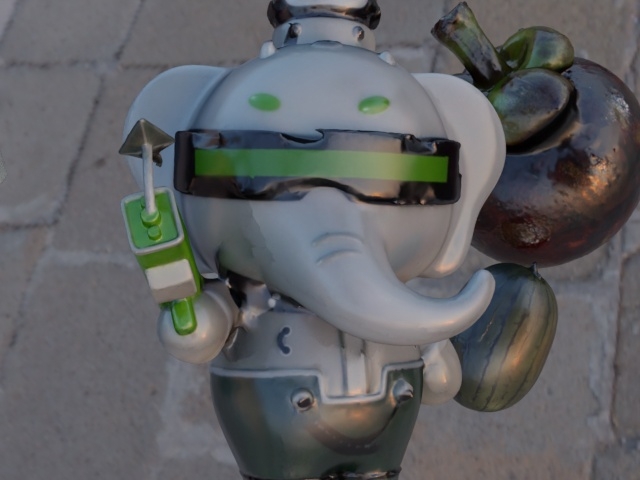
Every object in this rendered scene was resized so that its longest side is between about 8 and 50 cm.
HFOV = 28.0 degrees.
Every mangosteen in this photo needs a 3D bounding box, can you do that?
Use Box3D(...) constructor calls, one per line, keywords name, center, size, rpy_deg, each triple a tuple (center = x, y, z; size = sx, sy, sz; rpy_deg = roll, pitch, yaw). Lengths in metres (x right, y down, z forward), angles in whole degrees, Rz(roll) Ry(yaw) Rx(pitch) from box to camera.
Box3D(name="mangosteen", center=(0.153, -0.067, 0.932), size=(0.172, 0.184, 0.173), rpy_deg=(-12, 63, 25))

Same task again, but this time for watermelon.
Box3D(name="watermelon", center=(0.122, 0.064, 0.883), size=(0.078, 0.078, 0.111), rpy_deg=(22, 87, 30))

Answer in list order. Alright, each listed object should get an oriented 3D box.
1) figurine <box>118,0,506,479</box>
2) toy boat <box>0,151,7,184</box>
Box3D(name="figurine", center=(0.000, 0.000, 0.458), size=(0.147, 0.126, 0.193), rpy_deg=(0, 86, -12))
Box3D(name="toy boat", center=(-0.325, -0.135, 0.946), size=(0.078, 0.261, 0.085), rpy_deg=(-7, 31, 36))
